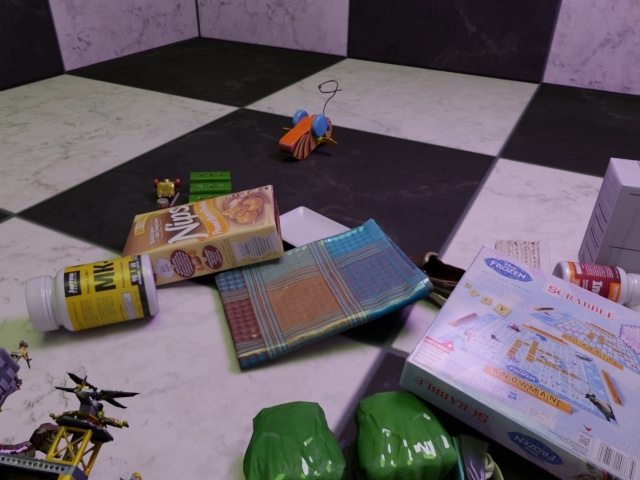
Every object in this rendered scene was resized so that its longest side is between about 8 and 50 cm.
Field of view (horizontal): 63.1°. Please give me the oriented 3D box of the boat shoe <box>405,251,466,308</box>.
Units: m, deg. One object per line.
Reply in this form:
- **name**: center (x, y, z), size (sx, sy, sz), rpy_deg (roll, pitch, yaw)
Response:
- **boat shoe**: center (0.216, 0.061, 1.058), size (0.257, 0.095, 0.095), rpy_deg (22, 37, 29)

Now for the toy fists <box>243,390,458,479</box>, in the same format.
- **toy fists**: center (0.038, 0.287, 0.693), size (0.279, 0.096, 0.142), rpy_deg (-3, 17, -7)

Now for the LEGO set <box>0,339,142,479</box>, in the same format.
- **LEGO set**: center (-0.345, 0.235, 0.616), size (0.331, 0.255, 0.192), rpy_deg (1, 48, 14)

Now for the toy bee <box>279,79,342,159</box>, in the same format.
- **toy bee**: center (-0.009, -0.351, 1.691), size (0.298, 0.162, 0.195), rpy_deg (-38, 53, -12)

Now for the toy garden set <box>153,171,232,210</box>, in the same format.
- **toy garden set**: center (-0.332, -0.103, 1.351), size (0.204, 0.049, 0.244), rpy_deg (-3, 33, -10)

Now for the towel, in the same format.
- **towel**: center (-0.006, 0.084, 1.004), size (0.370, 0.040, 0.271), rpy_deg (-19, 35, -10)

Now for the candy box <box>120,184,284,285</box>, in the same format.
- **candy box**: center (-0.244, -0.012, 1.115), size (0.316, 0.087, 0.183), rpy_deg (-12, 32, -1)

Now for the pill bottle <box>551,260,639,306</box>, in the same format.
- **pill bottle**: center (0.547, 0.090, 1.032), size (0.152, 0.086, 0.086), rpy_deg (5, 32, 8)

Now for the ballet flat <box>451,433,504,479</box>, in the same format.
- **ballet flat**: center (0.202, 0.331, 0.652), size (0.074, 0.074, 0.203), rpy_deg (6, 30, 7)

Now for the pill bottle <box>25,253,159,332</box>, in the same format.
- **pill bottle**: center (-0.411, 0.099, 0.956), size (0.208, 0.119, 0.119), rpy_deg (-11, 34, -17)

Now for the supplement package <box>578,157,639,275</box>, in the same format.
- **supplement package**: center (0.638, -0.025, 1.069), size (0.139, 0.244, 0.134), rpy_deg (10, 34, 13)

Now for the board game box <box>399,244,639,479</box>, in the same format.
- **board game box**: center (0.331, 0.173, 0.783), size (0.319, 0.066, 0.318), rpy_deg (27, 45, 22)

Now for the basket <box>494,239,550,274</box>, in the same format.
- **basket**: center (0.386, 0.075, 1.017), size (0.103, 0.113, 0.167), rpy_deg (7, 25, 20)

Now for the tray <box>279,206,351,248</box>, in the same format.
- **tray**: center (0.000, 0.000, 1.211), size (0.270, 0.030, 0.145), rpy_deg (28, 40, 36)
